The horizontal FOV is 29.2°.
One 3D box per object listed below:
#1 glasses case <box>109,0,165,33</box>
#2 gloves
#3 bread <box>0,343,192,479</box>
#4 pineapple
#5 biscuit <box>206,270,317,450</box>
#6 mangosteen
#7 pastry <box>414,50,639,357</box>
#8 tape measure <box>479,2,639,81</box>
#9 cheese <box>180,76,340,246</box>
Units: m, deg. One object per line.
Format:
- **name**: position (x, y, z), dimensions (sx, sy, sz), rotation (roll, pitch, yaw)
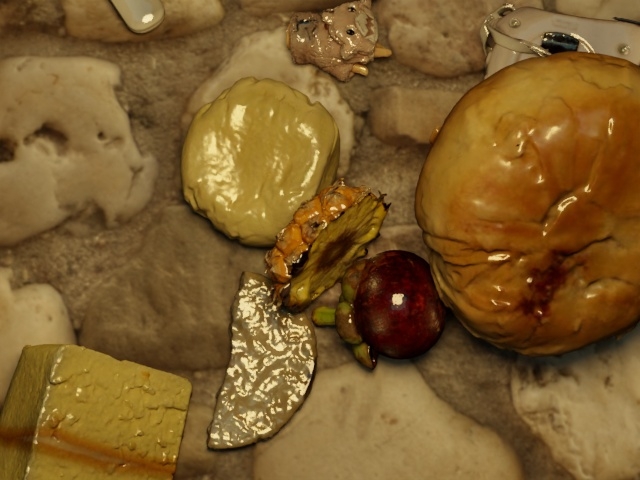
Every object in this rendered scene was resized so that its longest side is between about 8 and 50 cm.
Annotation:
- **glasses case**: position (-0.287, -0.375, 1.784), dimensions (0.063, 0.041, 0.164), rotation (-34, 82, -6)
- **gloves**: position (0.023, -0.290, 1.756), dimensions (0.144, 0.094, 0.110), rotation (-14, 68, 4)
- **bread**: position (-0.311, 0.284, 1.638), dimensions (0.236, 0.198, 0.263), rotation (20, 78, -32)
- **pineapple**: position (0.000, 0.000, 1.645), dimensions (0.076, 0.225, 0.225), rotation (39, 80, 20)
- **biscuit**: position (-0.072, 0.173, 1.687), dimensions (0.133, 0.032, 0.249), rotation (10, 78, 1)
- **mangosteen**: position (0.079, 0.093, 1.650), dimensions (0.182, 0.146, 0.155), rotation (-6, 82, -3)
- **pastry**: position (0.308, -0.049, 1.596), dimensions (0.410, 0.245, 0.409), rotation (-4, 113, -10)
- **tape measure**: position (0.333, -0.229, 1.739), dimensions (0.236, 0.120, 0.197), rotation (11, 82, 3)
- **cheese**: position (-0.088, -0.110, 1.704), dimensions (0.214, 0.117, 0.226), rotation (26, 84, 10)
